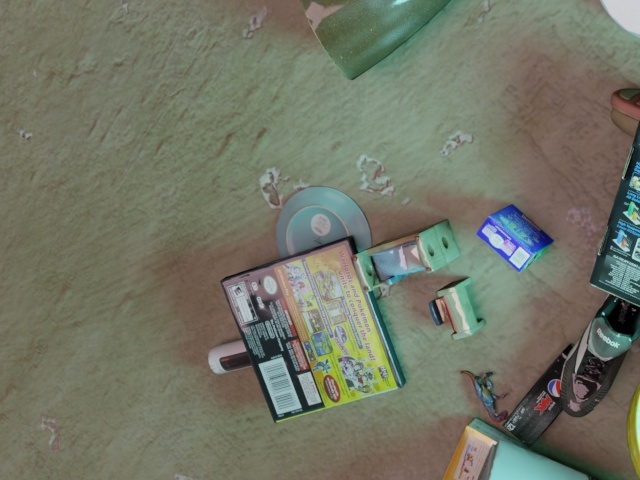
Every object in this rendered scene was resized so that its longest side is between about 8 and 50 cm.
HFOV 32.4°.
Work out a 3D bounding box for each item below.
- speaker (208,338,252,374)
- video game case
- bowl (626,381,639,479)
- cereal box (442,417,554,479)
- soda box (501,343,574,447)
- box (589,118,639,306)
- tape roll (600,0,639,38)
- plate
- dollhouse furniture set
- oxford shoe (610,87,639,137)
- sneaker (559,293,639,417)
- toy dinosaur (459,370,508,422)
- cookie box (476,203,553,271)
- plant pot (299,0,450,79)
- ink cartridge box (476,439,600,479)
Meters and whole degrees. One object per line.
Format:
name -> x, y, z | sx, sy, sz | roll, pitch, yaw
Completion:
speaker -> -0.138, 0.206, 2.009 | 0.136, 0.055, 0.055 | -16, 93, 30
video game case -> -0.013, 0.158, 1.903 | 0.248, 0.035, 0.275 | -18, 96, 18
bowl -> 0.556, 0.289, 1.577 | 0.289, 0.289, 0.156 | 54, 162, 8
cereal box -> 0.322, 0.424, 1.812 | 0.240, 0.047, 0.173 | 28, 113, 19
soda box -> 0.364, 0.247, 1.748 | 0.060, 0.053, 0.169 | 40, 117, 14
box -> 0.534, -0.008, 1.460 | 0.295, 0.073, 0.293 | 25, 130, 24
tape roll -> 0.495, -0.385, 1.530 | 0.219, 0.072, 0.219 | 6, 103, 27
plate -> 0.000, 0.000, 1.908 | 0.188, 0.024, 0.188 | 7, 104, 28
dollhouse furniture set -> 0.160, 0.081, 1.778 | 0.129, 0.129, 0.184 | -20, 91, 30
oxford shoe -> 0.561, -0.077, 1.527 | 0.397, 0.140, 0.146 | 36, 127, 22
sneaker -> 0.419, 0.156, 1.630 | 0.078, 0.106, 0.234 | 29, 94, 15
toy dinosaur -> 0.279, 0.259, 1.818 | 0.090, 0.047, 0.082 | 20, 124, 58
cookie box -> 0.301, -0.005, 1.696 | 0.092, 0.107, 0.040 | 43, 118, 15
plant pot -> 0.103, -0.392, 1.682 | 0.230, 0.215, 0.215 | -24, 89, 16
ink cartridge box -> 0.395, 0.525, 1.682 | 0.394, 0.166, 0.285 | 21, 111, 9
